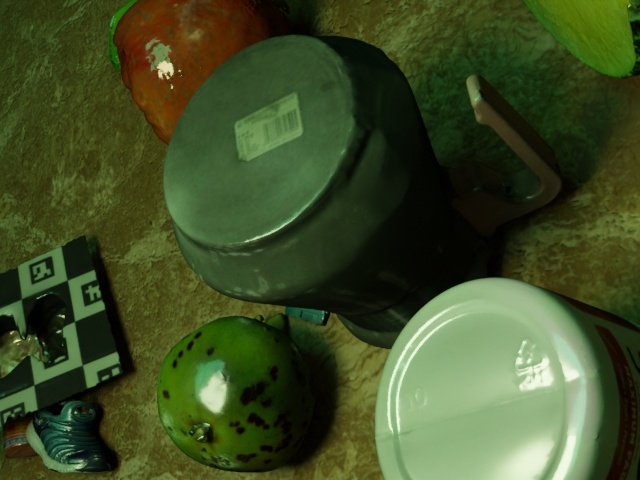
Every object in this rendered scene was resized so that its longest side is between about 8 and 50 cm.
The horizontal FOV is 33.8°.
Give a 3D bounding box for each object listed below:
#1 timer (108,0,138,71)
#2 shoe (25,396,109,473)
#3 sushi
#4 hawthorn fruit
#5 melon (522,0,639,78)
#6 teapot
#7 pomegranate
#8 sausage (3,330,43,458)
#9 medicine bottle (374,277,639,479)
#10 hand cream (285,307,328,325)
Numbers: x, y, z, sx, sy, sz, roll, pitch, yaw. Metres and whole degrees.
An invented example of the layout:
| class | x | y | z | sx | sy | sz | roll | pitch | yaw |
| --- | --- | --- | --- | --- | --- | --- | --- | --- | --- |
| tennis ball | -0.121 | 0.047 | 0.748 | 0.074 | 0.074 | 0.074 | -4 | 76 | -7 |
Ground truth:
| class | x | y | z | sx | sy | sz | roll | pitch | yaw |
| --- | --- | --- | --- | --- | --- | --- | --- | --- | --- |
| timer | -0.324 | -0.368 | 1.863 | 0.140 | 0.047 | 0.128 | -22 | 63 | 38 |
| shoe | -0.399 | 0.306 | 1.679 | 0.207 | 0.092 | 0.106 | 29 | 103 | 49 |
| sushi | -0.509 | 0.199 | 1.767 | 0.373 | 0.100 | 0.296 | -25 | 54 | 2 |
| hawthorn fruit | -0.149 | -0.281 | 1.533 | 0.307 | 0.276 | 0.276 | -49 | 47 | 2 |
| melon | 0.312 | -0.320 | 1.099 | 0.331 | 0.226 | 0.343 | -44 | 50 | 35 |
| teapot | 0.059 | -0.050 | 1.174 | 0.376 | 0.362 | 0.305 | -24 | 56 | 24 |
| pomegranate | -0.099 | 0.188 | 1.380 | 0.211 | 0.211 | 0.263 | -32 | 12 | 33 |
| sausage | -0.516 | 0.238 | 1.831 | 0.074 | 0.074 | 0.274 | -30 | 56 | 34 |
| medicine bottle | 0.215 | 0.179 | 1.026 | 0.253 | 0.241 | 0.252 | -15 | 67 | 40 |
| hand cream | 0.000 | 0.000 | 1.440 | 0.083 | 0.048 | 0.224 | 13 | 92 | 46 |
